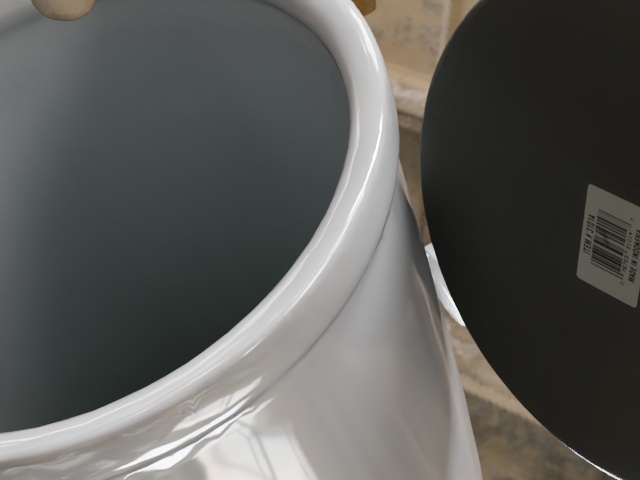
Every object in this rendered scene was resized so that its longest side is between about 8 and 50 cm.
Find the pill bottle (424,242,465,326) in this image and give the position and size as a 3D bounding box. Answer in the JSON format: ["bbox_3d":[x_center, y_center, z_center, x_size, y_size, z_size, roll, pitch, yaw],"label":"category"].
[{"bbox_3d":[0.180,-0.005,1.013,0.103,0.184,0.103,59,-8,14],"label":"pill bottle"}]

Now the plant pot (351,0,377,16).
[{"bbox_3d":[-0.035,-0.375,1.495,0.237,0.237,0.254,-15,-74,48],"label":"plant pot"}]

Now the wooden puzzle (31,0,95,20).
[{"bbox_3d":[-0.133,-0.243,0.519,0.239,0.044,0.221,-102,-173,-49],"label":"wooden puzzle"}]

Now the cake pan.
[{"bbox_3d":[0.150,-0.006,0.538,0.293,0.054,0.293,32,-46,40],"label":"cake pan"}]

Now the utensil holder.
[{"bbox_3d":[-0.077,0.078,0.714,0.327,0.327,0.385,26,-26,35],"label":"utensil holder"}]
